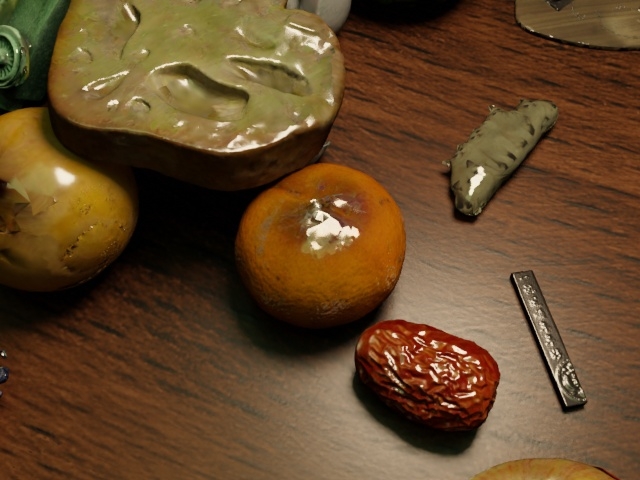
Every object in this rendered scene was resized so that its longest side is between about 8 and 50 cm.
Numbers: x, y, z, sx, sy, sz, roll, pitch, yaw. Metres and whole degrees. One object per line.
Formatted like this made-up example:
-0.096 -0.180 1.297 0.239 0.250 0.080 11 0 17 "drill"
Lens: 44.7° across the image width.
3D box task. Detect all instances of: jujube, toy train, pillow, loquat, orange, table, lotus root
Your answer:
0.125 0.160 0.937 0.176 0.109 0.112 19 26 20 "jujube"
-0.408 -0.389 1.136 0.253 0.160 0.397 46 113 17 "toy train"
0.252 -0.136 1.131 0.093 0.051 0.241 35 69 19 "pillow"
-0.346 -0.051 0.990 0.234 0.235 0.235 0 60 1 "loquat"
0.000 0.000 0.988 0.224 0.170 0.224 0 61 -1 "orange"
0.477 -0.501 1.222 0.317 0.249 0.317 0 60 1 "table"
-0.167 -0.222 0.977 0.375 0.111 0.390 -38 72 -27 "lotus root"

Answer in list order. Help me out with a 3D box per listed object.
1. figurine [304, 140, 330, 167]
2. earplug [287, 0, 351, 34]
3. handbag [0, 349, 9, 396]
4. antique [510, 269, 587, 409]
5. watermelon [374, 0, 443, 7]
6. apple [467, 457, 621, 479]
-0.034 -0.146 1.128 0.086 0.094 0.082 -24 100 18 "figurine"
-0.109 -0.352 1.204 0.325 0.175 0.214 -19 81 -1 "earplug"
-0.511 0.179 0.928 0.260 0.113 0.162 7 67 3 "handbag"
0.291 0.123 1.001 0.031 0.015 0.192 -12 61 -6 "antique"
0.150 -0.500 1.230 0.268 0.269 0.269 0 60 1 "watermelon"
0.230 0.337 0.754 0.260 0.194 0.261 -21 22 9 "apple"
